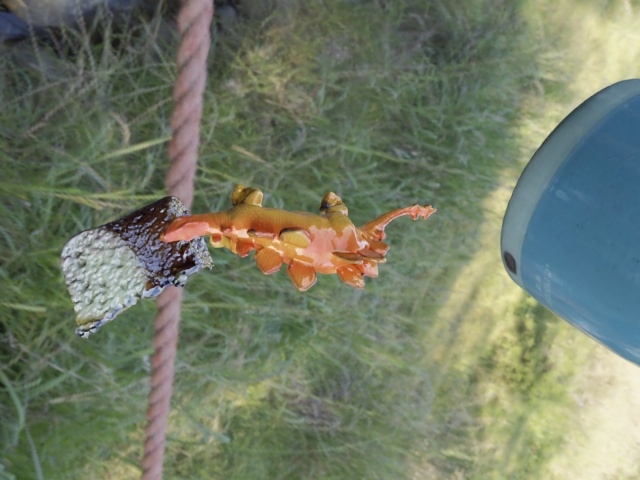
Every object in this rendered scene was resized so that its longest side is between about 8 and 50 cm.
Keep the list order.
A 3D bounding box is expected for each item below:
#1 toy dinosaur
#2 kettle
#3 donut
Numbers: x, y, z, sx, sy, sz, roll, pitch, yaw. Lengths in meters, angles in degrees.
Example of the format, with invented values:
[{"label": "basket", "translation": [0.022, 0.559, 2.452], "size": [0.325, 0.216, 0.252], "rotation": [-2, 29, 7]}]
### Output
[{"label": "toy dinosaur", "translation": [0.000, 0.000, 0.740], "size": [0.288, 0.117, 0.070], "rotation": [0, 120, -25]}, {"label": "kettle", "translation": [0.379, 0.056, 0.771], "size": [0.247, 0.342, 0.319], "rotation": [-35, 139, -13]}, {"label": "donut", "translation": [-0.242, 0.028, 1.064], "size": [0.144, 0.186, 0.126], "rotation": [-153, -140, -81]}]
